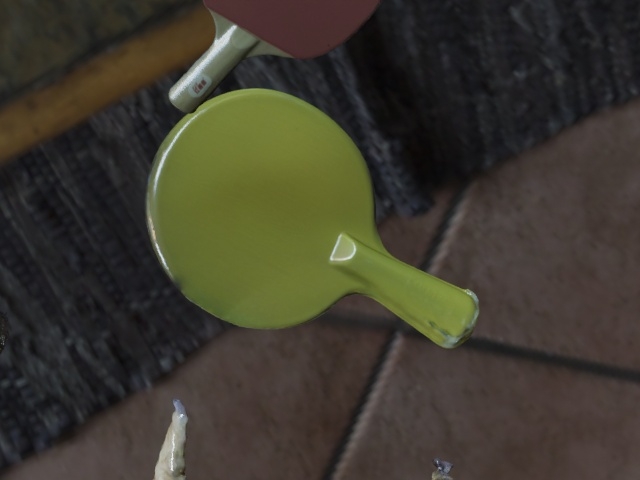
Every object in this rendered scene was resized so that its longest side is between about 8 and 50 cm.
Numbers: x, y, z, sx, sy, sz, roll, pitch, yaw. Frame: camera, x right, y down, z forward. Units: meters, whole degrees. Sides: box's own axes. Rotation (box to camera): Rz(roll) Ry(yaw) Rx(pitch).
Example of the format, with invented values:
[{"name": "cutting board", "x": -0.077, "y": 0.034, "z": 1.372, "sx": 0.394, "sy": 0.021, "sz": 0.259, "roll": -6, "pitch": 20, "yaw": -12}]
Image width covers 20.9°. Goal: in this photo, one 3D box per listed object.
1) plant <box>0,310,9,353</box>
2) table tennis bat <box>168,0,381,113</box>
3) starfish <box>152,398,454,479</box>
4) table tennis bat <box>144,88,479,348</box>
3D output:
[{"name": "plant", "x": -0.400, "y": 0.077, "z": 1.842, "sx": 0.092, "sy": 0.094, "sz": 0.143, "roll": -26, "pitch": 140, "yaw": 26}, {"name": "table tennis bat", "x": -0.044, "y": -0.187, "z": 1.402, "sx": 0.138, "sy": 0.022, "sz": 0.246, "roll": 31, "pitch": 127, "yaw": -23}, {"name": "starfish", "x": 0.077, "y": 0.177, "z": 0.983, "sx": 0.398, "sy": 0.384, "sz": 0.132, "roll": 13, "pitch": 80, "yaw": -42}, {"name": "table tennis bat", "x": 0.000, "y": 0.000, "z": 1.663, "sx": 0.368, "sy": 0.054, "sz": 0.224, "roll": 28, "pitch": 77, "yaw": -22}]
